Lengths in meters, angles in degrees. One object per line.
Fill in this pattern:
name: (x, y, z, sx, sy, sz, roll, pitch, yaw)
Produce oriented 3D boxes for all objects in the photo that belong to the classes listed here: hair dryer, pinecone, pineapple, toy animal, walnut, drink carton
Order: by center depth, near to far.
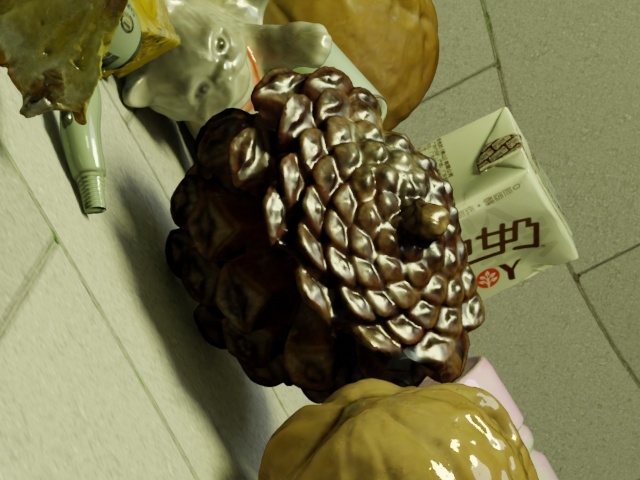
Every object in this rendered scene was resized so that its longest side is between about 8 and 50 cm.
pineapple: (-0.191, -0.195, 1.139, 0.236, 0.186, 0.114, 64, 6, -45)
walnut: (0.068, 0.233, 1.308, 0.224, 0.257, 0.257, 10, -45, 58)
hair dryer: (-0.223, -0.161, 1.324, 0.219, 0.088, 0.225, 48, 30, -38)
pinecone: (-0.006, 0.003, 1.452, 0.298, 0.242, 0.296, 65, -17, -7)
toy animal: (-0.120, -0.246, 1.730, 0.188, 0.308, 0.266, 14, 7, -36)
hair dryer: (-0.018, -0.116, 1.996, 0.073, 0.236, 0.131, -9, 48, -40)
drink carton: (0.132, -0.003, 2.119, 0.194, 0.324, 0.132, 52, 18, -46)
walnut: (-0.011, -0.294, 2.184, 0.354, 0.308, 0.398, 67, 10, 17)

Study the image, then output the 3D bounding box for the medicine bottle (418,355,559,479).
medicine bottle: (0.157, 0.297, 1.688, 0.316, 0.202, 0.202, 60, 8, 0)

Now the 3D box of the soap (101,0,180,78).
soap: (-0.218, -0.250, 1.526, 0.257, 0.080, 0.160, 56, 15, -37)
